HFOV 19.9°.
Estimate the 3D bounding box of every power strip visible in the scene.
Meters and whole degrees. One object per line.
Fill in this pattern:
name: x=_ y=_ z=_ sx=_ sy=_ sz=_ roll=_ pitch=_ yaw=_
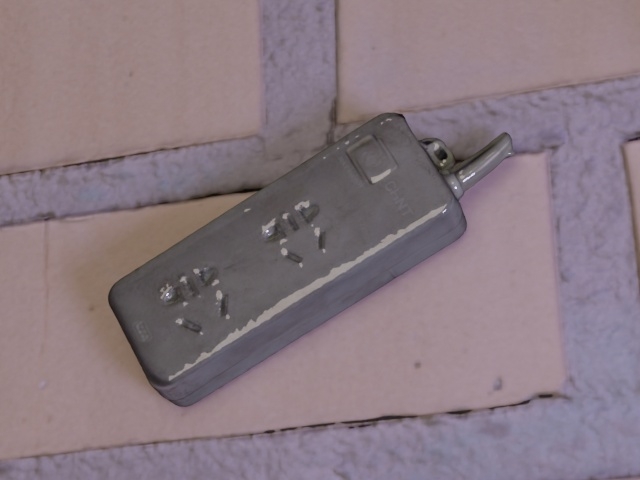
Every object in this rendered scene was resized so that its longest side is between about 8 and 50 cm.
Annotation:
power strip: x=0.000 y=0.000 z=1.214 sx=0.288 sy=0.053 sz=0.093 roll=-33 pitch=60 yaw=3
